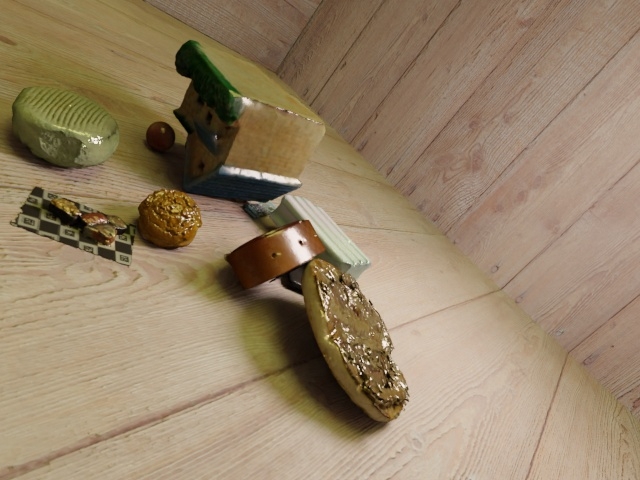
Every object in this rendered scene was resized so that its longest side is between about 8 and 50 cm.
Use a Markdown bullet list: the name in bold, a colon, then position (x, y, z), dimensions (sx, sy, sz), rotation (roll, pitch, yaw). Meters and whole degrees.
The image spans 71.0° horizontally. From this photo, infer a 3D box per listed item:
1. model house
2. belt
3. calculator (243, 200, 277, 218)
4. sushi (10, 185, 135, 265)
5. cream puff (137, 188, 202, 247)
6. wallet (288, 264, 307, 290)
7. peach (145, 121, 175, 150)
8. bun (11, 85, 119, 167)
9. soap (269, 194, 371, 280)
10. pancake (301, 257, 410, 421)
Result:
- **model house**: position (-0.258, -0.297, 1.249), dimensions (0.334, 0.343, 0.382), rotation (2, 39, -46)
- **belt**: position (-0.099, 0.029, 1.025), dimensions (0.261, 0.184, 0.105), rotation (-28, 91, -58)
- **calculator**: position (-0.181, -0.099, 1.396), dimensions (0.057, 0.018, 0.172), rotation (44, 20, 8)
- **sushi**: position (-0.434, -0.039, 0.822), dimensions (0.201, 0.031, 0.139), rotation (26, 25, -32)
- **cream puff**: position (-0.314, -0.051, 0.948), dimensions (0.126, 0.103, 0.144), rotation (42, 26, 3)
- **wallet**: position (-0.058, 0.067, 1.244), dimensions (0.124, 0.025, 0.244), rotation (30, 23, -30)
- **peach**: position (-0.447, -0.290, 1.253), dimensions (0.083, 0.083, 0.083), rotation (33, 21, -15)
- **bun**: position (-0.535, -0.232, 0.949), dimensions (0.221, 0.108, 0.221), rotation (25, 27, -14)
- **soap**: position (0.000, 0.000, 1.313), dimensions (0.289, 0.095, 0.173), rotation (48, 21, 20)
- **pancake**: position (0.084, 0.216, 0.993), dimensions (0.382, 0.071, 0.382), rotation (50, 20, -26)
